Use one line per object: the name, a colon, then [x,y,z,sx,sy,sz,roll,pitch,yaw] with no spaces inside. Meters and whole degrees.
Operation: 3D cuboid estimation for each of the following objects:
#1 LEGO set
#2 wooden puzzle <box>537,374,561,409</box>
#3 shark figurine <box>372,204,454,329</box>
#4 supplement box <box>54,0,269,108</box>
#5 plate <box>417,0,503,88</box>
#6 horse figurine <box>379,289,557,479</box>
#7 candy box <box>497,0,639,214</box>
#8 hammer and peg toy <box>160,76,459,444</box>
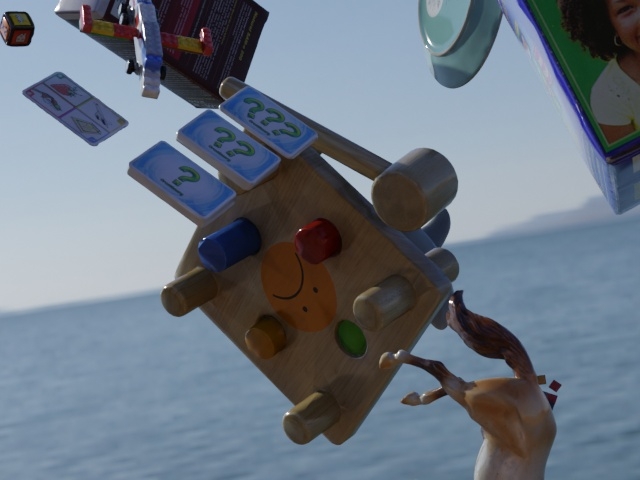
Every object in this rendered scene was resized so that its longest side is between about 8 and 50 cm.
LEGO set: [-0.134,-0.132,1.240,0.182,0.244,0.060,-41,-17,-48]
wooden puzzle: [0.211,0.172,1.571,0.049,0.083,0.006,16,-25,15]
shark figurine: [0.041,-0.018,1.759,0.278,0.166,0.116,17,-29,18]
supplement box: [-0.171,-0.254,1.718,0.073,0.130,0.239,6,-18,41]
plate: [0.131,-0.243,1.509,0.024,0.188,0.188,4,-5,-21]
horse figurine: [0.133,0.176,1.246,0.174,0.263,0.066,4,7,33]
candy box: [0.156,-0.191,0.950,0.122,0.317,0.268,-29,-9,8]
hammer and peg toy: [0.000,0.000,1.453,0.127,0.266,0.361,-30,-23,-44]
